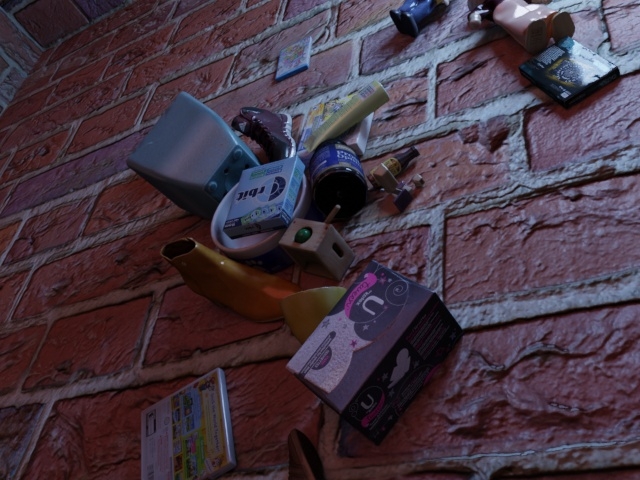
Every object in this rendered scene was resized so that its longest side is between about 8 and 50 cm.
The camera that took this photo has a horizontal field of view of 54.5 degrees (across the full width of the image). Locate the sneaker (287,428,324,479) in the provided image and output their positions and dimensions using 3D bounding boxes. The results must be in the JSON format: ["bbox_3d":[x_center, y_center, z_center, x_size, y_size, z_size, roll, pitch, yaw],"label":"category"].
[{"bbox_3d":[-0.032,0.396,1.015,0.071,0.066,0.188,-36,40,5],"label":"sneaker"}]

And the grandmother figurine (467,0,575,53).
[{"bbox_3d":[0.454,-0.553,1.511,0.208,0.104,0.342,-11,37,-9],"label":"grandmother figurine"}]

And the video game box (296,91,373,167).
[{"bbox_3d":[0.040,-0.288,1.610,0.187,0.048,0.205,-8,49,28],"label":"video game box"}]

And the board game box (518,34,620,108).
[{"bbox_3d":[0.525,-0.362,1.326,0.126,0.026,0.186,-32,40,8],"label":"board game box"}]

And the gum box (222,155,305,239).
[{"bbox_3d":[-0.126,-0.097,1.399,0.157,0.041,0.184,-10,49,29],"label":"gum box"}]

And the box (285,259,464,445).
[{"bbox_3d":[0.091,0.184,1.060,0.247,0.142,0.163,-49,41,-12],"label":"box"}]

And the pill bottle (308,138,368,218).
[{"bbox_3d":[0.036,-0.149,1.411,0.123,0.122,0.219,-29,28,12],"label":"pill bottle"}]

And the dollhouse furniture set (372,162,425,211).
[{"bbox_3d":[0.150,-0.138,1.338,0.091,0.114,0.081,-50,37,-9],"label":"dollhouse furniture set"}]

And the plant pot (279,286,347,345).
[{"bbox_3d":[-0.006,0.153,1.189,0.134,0.134,0.095,-18,71,23],"label":"plant pot"}]

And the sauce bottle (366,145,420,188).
[{"bbox_3d":[0.165,-0.169,1.407,0.128,0.042,0.042,-37,40,6],"label":"sauce bottle"}]

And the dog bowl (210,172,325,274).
[{"bbox_3d":[-0.123,-0.051,1.469,0.265,0.104,0.264,-20,44,21],"label":"dog bowl"}]

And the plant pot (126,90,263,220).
[{"bbox_3d":[-0.291,-0.194,1.621,0.252,0.248,0.247,29,79,38],"label":"plant pot"}]

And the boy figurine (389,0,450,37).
[{"bbox_3d":[0.322,-0.703,1.745,0.285,0.092,0.177,-44,40,-7],"label":"boy figurine"}]

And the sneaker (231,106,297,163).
[{"bbox_3d":[-0.157,-0.263,1.631,0.281,0.163,0.106,-101,33,-53],"label":"sneaker"}]

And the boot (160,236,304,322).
[{"bbox_3d":[-0.197,0.077,1.323,0.295,0.211,0.104,1,55,37],"label":"boot"}]

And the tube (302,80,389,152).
[{"bbox_3d":[0.058,-0.298,1.530,0.240,0.070,0.062,-37,74,3],"label":"tube"}]

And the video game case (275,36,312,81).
[{"bbox_3d":[-0.085,-0.585,2.003,0.119,0.015,0.166,-17,45,24],"label":"video game case"}]

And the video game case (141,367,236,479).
[{"bbox_3d":[-0.268,0.390,1.233,0.206,0.026,0.227,-31,40,10],"label":"video game case"}]

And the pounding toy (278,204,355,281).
[{"bbox_3d":[0.000,0.000,1.299,0.130,0.141,0.100,12,61,43],"label":"pounding toy"}]
